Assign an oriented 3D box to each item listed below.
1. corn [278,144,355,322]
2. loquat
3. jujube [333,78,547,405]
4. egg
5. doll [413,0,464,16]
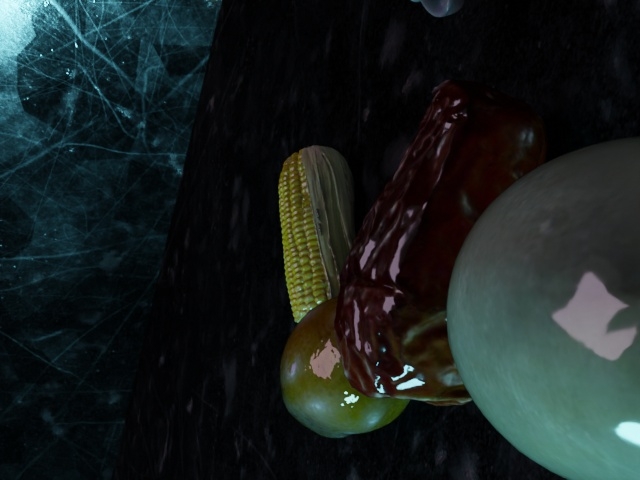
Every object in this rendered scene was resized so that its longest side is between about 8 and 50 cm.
[{"bbox_3d":[0.005,0.000,1.715,0.123,0.122,0.305,-17,62,22],"label":"corn"},{"bbox_3d":[0.036,0.163,1.462,0.227,0.179,0.179,143,131,-60],"label":"loquat"},{"bbox_3d":[0.134,0.006,1.180,0.216,0.216,0.342,-142,63,-68],"label":"jujube"},{"bbox_3d":[0.228,0.053,0.800,0.352,0.258,0.258,176,101,-65],"label":"egg"},{"bbox_3d":[0.148,-0.358,1.298,0.258,0.153,0.195,25,120,56],"label":"doll"}]
